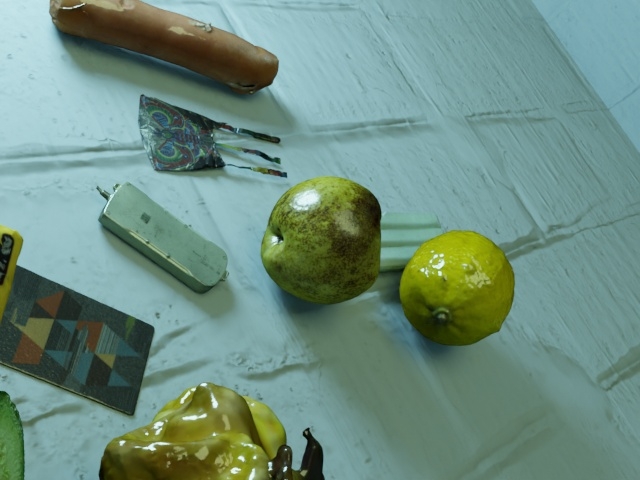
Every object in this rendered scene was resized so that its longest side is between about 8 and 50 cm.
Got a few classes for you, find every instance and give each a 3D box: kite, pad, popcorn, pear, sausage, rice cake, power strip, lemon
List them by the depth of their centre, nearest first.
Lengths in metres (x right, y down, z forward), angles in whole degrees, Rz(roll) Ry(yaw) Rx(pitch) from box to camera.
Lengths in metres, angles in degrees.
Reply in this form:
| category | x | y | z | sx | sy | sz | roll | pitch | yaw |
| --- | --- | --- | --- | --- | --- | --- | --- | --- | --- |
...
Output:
| category | x | y | z | sx | sy | sz | roll | pitch | yaw |
| --- | --- | --- | --- | --- | --- | --- | --- | --- | --- |
| popcorn | -0.133 | 0.291 | 0.916 | 0.316 | 0.281 | 0.297 | 67 | 11 | -48 |
| pad | -0.314 | 0.122 | 1.068 | 0.211 | 0.003 | 0.143 | 27 | 43 | -23 |
| power strip | -0.231 | -0.007 | 1.230 | 0.227 | 0.029 | 0.080 | 37 | 42 | -14 |
| pear | 0.000 | 0.000 | 1.316 | 0.197 | 0.197 | 0.197 | 24 | 45 | -26 |
| kite | -0.171 | -0.163 | 1.425 | 0.285 | 0.015 | 0.152 | 8 | 54 | -39 |
| sausage | -0.247 | -0.337 | 1.437 | 0.419 | 0.094 | 0.094 | 13 | 72 | -36 |
| lemon | 0.233 | 0.082 | 1.454 | 0.192 | 0.192 | 0.231 | 45 | 36 | -4 |
| rice cake | 0.147 | 0.000 | 1.560 | 0.237 | 0.043 | 0.127 | 1 | 59 | -43 |

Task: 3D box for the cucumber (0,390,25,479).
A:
| category | x | y | z | sx | sy | sz | roll | pitch | yaw |
| --- | --- | --- | --- | --- | --- | --- | --- | --- | --- |
| cucumber | -0.353 | 0.268 | 0.858 | 0.115 | 0.063 | 0.244 | 66 | 17 | -46 |

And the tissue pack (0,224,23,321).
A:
| category | x | y | z | sx | sy | sz | roll | pitch | yaw |
| --- | --- | --- | --- | --- | --- | --- | --- | --- | --- |
| tissue pack | -0.461 | 0.133 | 0.747 | 0.293 | 0.228 | 0.382 | 25 | 46 | -29 |
